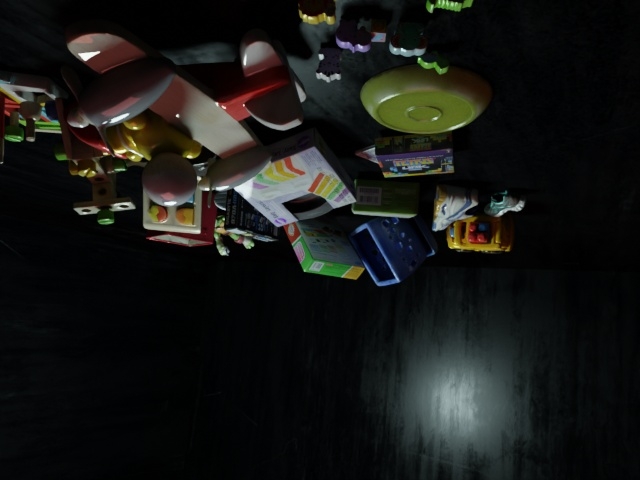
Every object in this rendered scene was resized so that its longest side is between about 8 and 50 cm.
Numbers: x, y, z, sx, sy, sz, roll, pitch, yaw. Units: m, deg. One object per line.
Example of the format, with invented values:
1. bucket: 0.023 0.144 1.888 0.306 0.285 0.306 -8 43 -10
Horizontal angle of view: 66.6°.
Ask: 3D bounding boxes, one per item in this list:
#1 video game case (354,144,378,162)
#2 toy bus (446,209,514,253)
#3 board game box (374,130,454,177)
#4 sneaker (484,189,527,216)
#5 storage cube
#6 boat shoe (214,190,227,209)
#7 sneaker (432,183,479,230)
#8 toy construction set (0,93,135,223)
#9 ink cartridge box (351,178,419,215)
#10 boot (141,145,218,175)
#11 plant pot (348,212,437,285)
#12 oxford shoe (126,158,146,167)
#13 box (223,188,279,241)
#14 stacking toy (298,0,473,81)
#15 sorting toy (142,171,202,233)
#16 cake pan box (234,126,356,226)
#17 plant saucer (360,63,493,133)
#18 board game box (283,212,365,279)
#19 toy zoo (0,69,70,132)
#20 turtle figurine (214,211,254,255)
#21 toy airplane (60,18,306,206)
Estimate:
1. video game case: 0.157 -0.218 1.203 0.087 0.011 0.122 12 169 -36
2. toy bus: 0.509 -0.026 1.620 0.221 0.149 0.212 1 -176 33
3. board game box: 0.222 -0.196 1.131 0.171 0.048 0.141 -2 167 17
4. sneaker: 0.545 -0.120 1.482 0.076 0.064 0.166 25 163 -13
5. storage cube: -0.504 -0.090 1.791 0.184 0.193 0.215 13 167 -40
6. boat shoe: -0.261 -0.132 1.733 0.227 0.083 0.076 5 170 -1
7. sneaker: 0.419 -0.091 1.522 0.131 0.111 0.296 3 171 10
8. toy construction set: -0.521 -0.164 1.039 0.309 0.237 0.258 2 168 -31
9. ink cartridge box: 0.195 -0.124 1.511 0.189 0.096 0.255 4 -179 4
10. boot: -0.325 -0.219 1.295 0.263 0.091 0.229 5 177 26
11. plant pot: 0.267 0.009 1.753 0.212 0.235 0.236 -31 180 -16
12. oxford shoe: -0.553 -0.219 1.338 0.227 0.096 0.083 10 168 -34
13. box: -0.180 -0.119 1.347 0.051 0.220 0.175 -4 168 34
14. stacking toy: 0.088 -0.287 0.695 0.222 0.052 0.167 4 171 6
15. sorting toy: -0.489 -0.123 1.601 0.193 0.208 0.038 5 -160 -1
16. cake pan box: -0.066 -0.145 1.226 0.246 0.070 0.267 -15 149 19
17. plant saucer: 0.193 -0.250 0.908 0.241 0.037 0.241 6 171 1
18. board game box: 0.000 0.000 1.821 0.242 0.316 0.064 12 125 -35
19. toy zoo: -0.629 -0.302 1.067 0.193 0.030 0.293 5 171 4
20. turtle figurine: -0.349 -0.026 2.094 0.275 0.197 0.266 4 175 33
21. toy airplane: -0.207 -0.187 0.793 0.387 0.272 0.384 10 169 -27
